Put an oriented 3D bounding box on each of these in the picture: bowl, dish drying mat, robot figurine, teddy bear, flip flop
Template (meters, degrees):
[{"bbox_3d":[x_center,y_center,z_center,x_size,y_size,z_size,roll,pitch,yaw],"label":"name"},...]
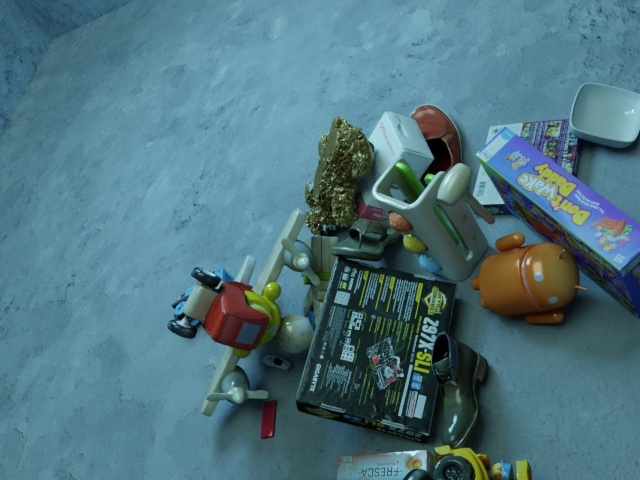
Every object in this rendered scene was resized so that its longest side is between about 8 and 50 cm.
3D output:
[{"bbox_3d":[0.601,-0.259,1.423,0.142,0.053,0.142,18,66,14],"label":"bowl"},{"bbox_3d":[-0.114,0.393,1.479,0.032,0.008,0.083,-17,48,23],"label":"dish drying mat"},{"bbox_3d":[0.386,0.072,1.261,0.219,0.128,0.158,-20,61,54],"label":"robot figurine"},{"bbox_3d":[0.042,-0.143,1.617,0.245,0.113,0.338,-103,25,-51],"label":"teddy bear"},{"bbox_3d":[0.109,-0.016,1.483,0.112,0.080,0.277,9,20,28],"label":"flip flop"}]

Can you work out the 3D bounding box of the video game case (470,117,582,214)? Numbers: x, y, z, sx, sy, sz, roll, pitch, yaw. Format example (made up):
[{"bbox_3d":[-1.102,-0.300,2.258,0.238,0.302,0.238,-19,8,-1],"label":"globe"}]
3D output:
[{"bbox_3d":[0.456,-0.163,1.483,0.210,0.042,0.232,-1,57,34],"label":"video game case"}]

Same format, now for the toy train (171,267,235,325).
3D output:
[{"bbox_3d":[-0.303,0.151,1.754,0.184,0.080,0.105,-27,37,18],"label":"toy train"}]

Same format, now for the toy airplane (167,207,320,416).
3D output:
[{"bbox_3d":[-0.142,0.165,1.483,0.273,0.386,0.384,25,47,4],"label":"toy airplane"}]

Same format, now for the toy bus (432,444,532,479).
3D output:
[{"bbox_3d":[0.302,0.424,1.078,0.212,0.149,0.220,-20,44,3],"label":"toy bus"}]

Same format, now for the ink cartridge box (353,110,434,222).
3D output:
[{"bbox_3d":[0.158,-0.172,1.593,0.217,0.092,0.158,-59,32,37],"label":"ink cartridge box"}]

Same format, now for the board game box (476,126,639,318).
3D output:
[{"bbox_3d":[0.453,-0.035,1.217,0.078,0.233,0.347,-44,50,5],"label":"board game box"}]

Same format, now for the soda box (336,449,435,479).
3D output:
[{"bbox_3d":[0.123,0.429,1.244,0.183,0.063,0.058,-13,54,28],"label":"soda box"}]

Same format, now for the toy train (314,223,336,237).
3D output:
[{"bbox_3d":[0.000,0.000,1.622,0.158,0.036,0.027,126,150,-60],"label":"toy train"}]

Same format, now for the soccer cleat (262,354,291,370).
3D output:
[{"bbox_3d":[-0.104,0.277,1.541,0.083,0.035,0.029,11,64,40],"label":"soccer cleat"}]

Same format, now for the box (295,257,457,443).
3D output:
[{"bbox_3d":[0.115,0.209,1.334,0.257,0.079,0.321,13,62,6],"label":"box"}]

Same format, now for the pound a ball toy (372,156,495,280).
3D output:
[{"bbox_3d":[0.235,-0.031,1.337,0.208,0.319,0.135,28,76,44],"label":"pound a ball toy"}]

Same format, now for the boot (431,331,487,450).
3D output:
[{"bbox_3d":[0.232,0.269,1.222,0.082,0.106,0.219,-35,20,41],"label":"boot"}]

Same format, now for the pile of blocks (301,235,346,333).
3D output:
[{"bbox_3d":[0.035,0.149,1.513,0.113,0.149,0.362,2,57,-16],"label":"pile of blocks"}]

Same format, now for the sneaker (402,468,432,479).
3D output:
[{"bbox_3d":[0.105,0.480,1.173,0.130,0.087,0.227,32,103,47],"label":"sneaker"}]

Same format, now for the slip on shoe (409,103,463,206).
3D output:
[{"bbox_3d":[0.274,-0.226,1.619,0.123,0.101,0.331,-24,45,21],"label":"slip on shoe"}]
